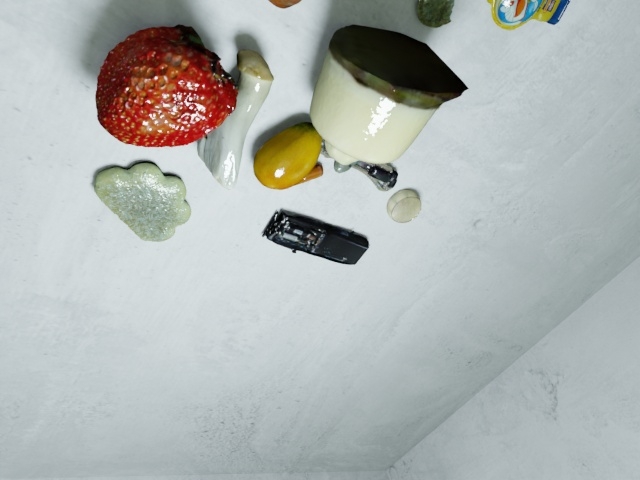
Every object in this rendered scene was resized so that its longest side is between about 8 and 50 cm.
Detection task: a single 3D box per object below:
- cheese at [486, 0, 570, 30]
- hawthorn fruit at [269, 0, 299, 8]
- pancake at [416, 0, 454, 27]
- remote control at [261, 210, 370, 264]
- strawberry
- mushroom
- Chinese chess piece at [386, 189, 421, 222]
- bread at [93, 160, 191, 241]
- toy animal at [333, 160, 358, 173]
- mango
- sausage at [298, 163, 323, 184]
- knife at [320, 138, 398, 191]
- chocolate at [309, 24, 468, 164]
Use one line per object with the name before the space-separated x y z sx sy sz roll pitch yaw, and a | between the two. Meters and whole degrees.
cheese | 0.562 -0.651 1.298 0.270 0.069 0.177 0 130 -25
hawthorn fruit | -0.087 -0.579 1.012 0.189 0.149 0.149 17 122 -40
pancake | 0.301 -0.615 1.245 0.116 0.023 0.130 -4 132 -18
remote control | 0.000 0.000 1.645 0.398 0.062 0.145 17 121 -35
strawberry | -0.342 -0.317 1.055 0.288 0.250 0.239 -41 134 -8
mushroom | -0.206 -0.304 1.209 0.329 0.159 0.122 -59 167 26
Chinese chess piece | 0.290 -0.118 1.679 0.122 0.051 0.122 -11 133 -13
bread | -0.467 -0.110 1.336 0.207 0.056 0.286 -30 137 6
toy animal | 0.108 -0.306 1.399 0.253 0.070 0.079 -58 147 -5
mango | -0.085 -0.232 1.351 0.221 0.120 0.152 -35 134 -2
sausage | -0.051 -0.196 1.455 0.131 0.041 0.039 -21 114 -7
knife | 0.116 -0.236 1.495 0.365 0.043 0.089 21 114 -36
chocolate | 0.138 -0.348 1.230 0.325 0.314 0.297 -6 140 -23
